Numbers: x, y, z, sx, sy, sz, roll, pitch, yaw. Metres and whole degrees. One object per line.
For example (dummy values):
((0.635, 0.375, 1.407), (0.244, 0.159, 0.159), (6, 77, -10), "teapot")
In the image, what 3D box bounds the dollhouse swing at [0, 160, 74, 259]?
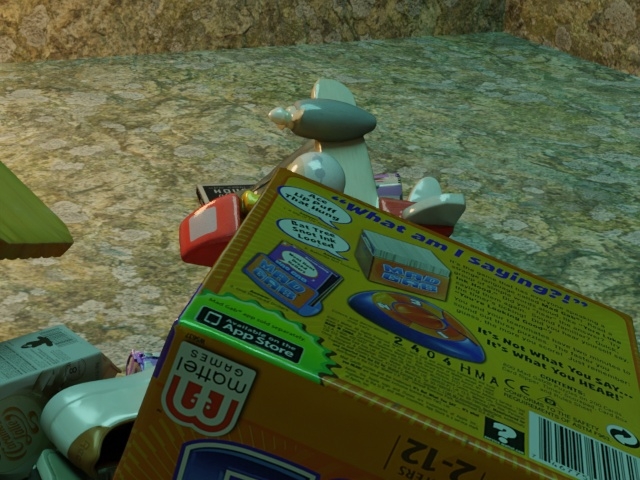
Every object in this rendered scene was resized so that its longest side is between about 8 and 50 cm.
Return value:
((-0.542, -0.037, 1.475), (0.315, 0.305, 0.347), (-32, -4, 6), "dollhouse swing")

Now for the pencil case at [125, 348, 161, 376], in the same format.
((-0.158, 0.168, 1.572), (0.206, 0.088, 0.086), (-8, 26, -28), "pencil case")

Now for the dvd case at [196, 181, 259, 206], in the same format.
((-0.130, -0.060, 2.246), (0.179, 0.030, 0.239), (-3, 23, -14), "dvd case")

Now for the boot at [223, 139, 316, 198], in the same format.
((-0.068, -0.074, 2.060), (0.208, 0.076, 0.190), (-26, 42, 8), "boot")

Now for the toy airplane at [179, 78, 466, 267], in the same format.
((0.028, -0.036, 1.763), (0.386, 0.272, 0.384), (35, 70, 23), "toy airplane")

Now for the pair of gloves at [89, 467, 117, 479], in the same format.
((-0.148, 0.268, 1.379), (0.204, 0.042, 0.240), (-12, 25, -32), "pair of gloves")

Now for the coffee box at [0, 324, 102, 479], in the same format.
((-0.381, 0.205, 1.378), (0.246, 0.141, 0.098), (-17, 30, -39), "coffee box")

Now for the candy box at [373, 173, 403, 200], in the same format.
((0.068, -0.074, 2.169), (0.164, 0.070, 0.196), (-4, 8, 3), "candy box")

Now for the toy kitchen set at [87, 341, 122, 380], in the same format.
((-0.324, 0.173, 1.574), (0.075, 0.083, 0.068), (16, 66, 32), "toy kitchen set")

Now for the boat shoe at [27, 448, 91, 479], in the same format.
((-0.266, 0.307, 1.233), (0.081, 0.069, 0.228), (32, 9, -29), "boat shoe")

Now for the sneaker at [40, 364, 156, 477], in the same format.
((-0.166, 0.205, 1.376), (0.290, 0.106, 0.123), (-17, 43, -35), "sneaker")

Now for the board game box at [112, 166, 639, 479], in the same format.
((0.033, 0.209, 0.987), (0.356, 0.356, 0.356), (23, 22, 1), "board game box")
